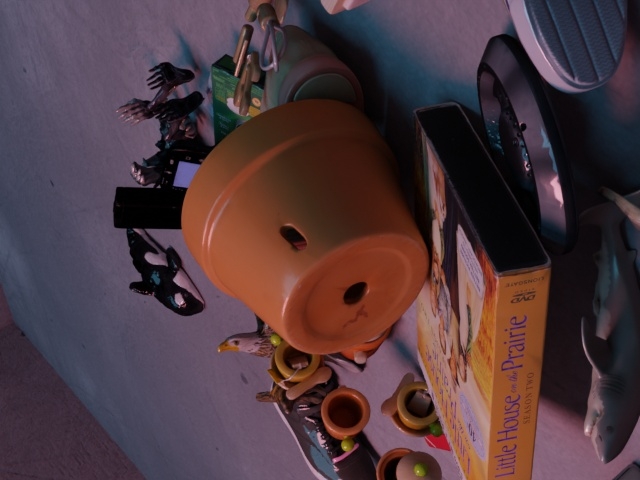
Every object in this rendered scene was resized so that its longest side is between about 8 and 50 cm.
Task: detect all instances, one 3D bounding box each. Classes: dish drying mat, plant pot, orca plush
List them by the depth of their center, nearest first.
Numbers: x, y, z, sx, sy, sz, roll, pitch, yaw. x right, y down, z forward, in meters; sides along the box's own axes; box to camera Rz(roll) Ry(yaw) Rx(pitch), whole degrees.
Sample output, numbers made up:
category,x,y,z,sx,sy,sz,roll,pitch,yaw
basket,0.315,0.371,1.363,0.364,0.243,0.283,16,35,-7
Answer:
category,x,y,z,sx,sy,sz,roll,pitch,yaw
plant pot,0.000,0.000,1.218,0.203,0.290,0.291,54,155,39
dish drying mat,0.192,0.319,1.561,0.083,0.008,0.032,-5,112,60
orca plush,-0.375,0.065,2.142,0.287,0.102,0.151,55,152,8

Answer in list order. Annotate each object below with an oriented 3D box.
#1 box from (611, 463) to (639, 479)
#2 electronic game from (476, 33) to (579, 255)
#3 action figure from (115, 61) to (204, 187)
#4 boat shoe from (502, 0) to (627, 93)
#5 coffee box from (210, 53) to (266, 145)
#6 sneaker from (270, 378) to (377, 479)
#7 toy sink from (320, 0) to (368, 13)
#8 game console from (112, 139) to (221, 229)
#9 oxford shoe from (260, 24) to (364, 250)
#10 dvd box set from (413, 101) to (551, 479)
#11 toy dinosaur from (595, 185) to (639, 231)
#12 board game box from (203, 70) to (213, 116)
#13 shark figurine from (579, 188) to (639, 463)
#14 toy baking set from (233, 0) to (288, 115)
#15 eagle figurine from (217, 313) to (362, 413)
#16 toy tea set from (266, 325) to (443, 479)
category,x,y,z,sx,sy,sz,roll,pitch,yaw
box,0.351,0.433,1.266,0.121,0.148,0.311,44,150,25
electronic game,0.209,-0.095,0.991,0.229,0.048,0.229,-17,-90,-90
action figure,-0.273,-0.182,1.684,0.276,0.140,0.164,112,138,-61
boat shoe,0.191,-0.279,0.895,0.094,0.109,0.302,-177,68,-76
coffee box,-0.111,-0.184,1.502,0.113,0.040,0.184,27,142,21
sneaker,0.006,0.328,1.770,0.296,0.104,0.147,50,157,26
toy sink,0.053,-0.328,0.997,0.234,0.152,0.131,54,152,8
game console,-0.225,-0.084,1.606,0.361,0.213,0.044,129,139,-68
oxford shoe,-0.015,-0.116,1.376,0.397,0.140,0.147,97,155,-44
dvd box set,0.177,0.094,1.164,0.308,0.062,0.421,-107,9,-49
toy dinosaur,0.375,0.021,0.889,0.268,0.064,0.118,46,139,10
board game box,-0.150,-0.216,1.583,0.090,0.020,0.090,51,150,15
shark figurine,0.334,0.080,1.030,0.116,0.166,0.278,1,93,23
toy baking set,-0.069,-0.274,1.274,0.256,0.030,0.197,130,146,-58
eagle figurine,-0.076,0.130,1.636,0.226,0.225,0.299,-8,90,30
toy tea set,0.078,0.219,1.448,0.336,0.200,0.124,48,159,21
